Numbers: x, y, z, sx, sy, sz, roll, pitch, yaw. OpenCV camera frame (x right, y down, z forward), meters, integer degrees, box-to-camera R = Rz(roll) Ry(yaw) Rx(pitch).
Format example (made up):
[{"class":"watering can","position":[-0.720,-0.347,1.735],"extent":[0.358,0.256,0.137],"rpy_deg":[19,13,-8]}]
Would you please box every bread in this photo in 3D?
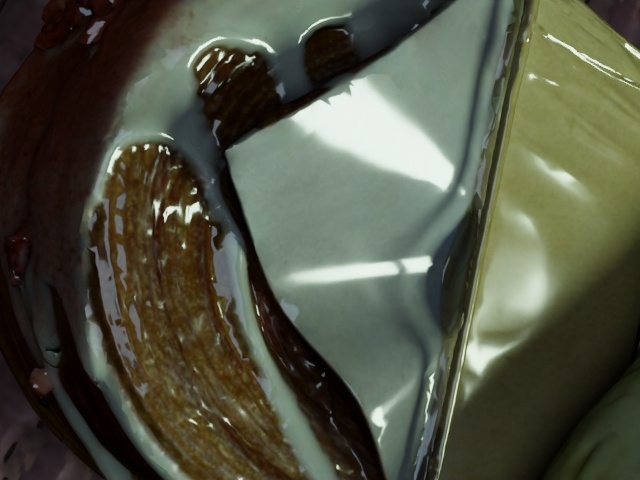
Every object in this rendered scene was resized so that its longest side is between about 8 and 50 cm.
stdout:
[{"class":"bread","position":[0.000,0.000,0.569],"extent":[0.212,0.142,0.224],"rpy_deg":[15,85,-26]}]

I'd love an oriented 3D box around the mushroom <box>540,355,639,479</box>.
[{"class":"mushroom","position":[0.181,0.025,0.592],"extent":[0.333,0.087,0.107],"rpy_deg":[-44,120,-28]}]
